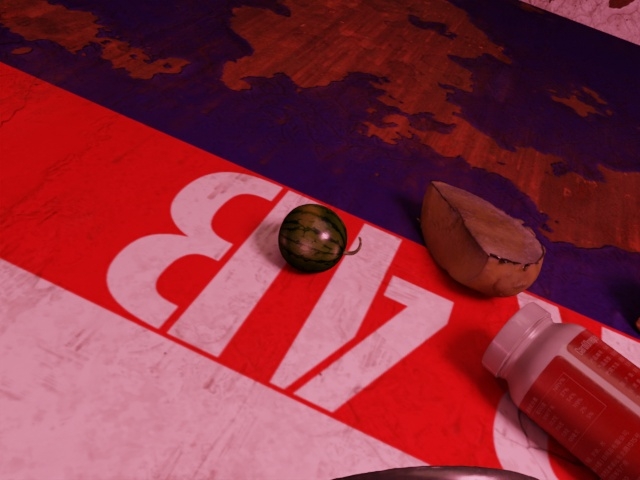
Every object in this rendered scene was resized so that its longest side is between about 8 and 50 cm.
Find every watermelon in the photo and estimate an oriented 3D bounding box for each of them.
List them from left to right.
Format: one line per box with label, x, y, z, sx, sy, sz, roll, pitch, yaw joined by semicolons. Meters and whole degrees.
watermelon;-0.007;0.001;0.945;0.109;0.109;0.109;12;36;-9

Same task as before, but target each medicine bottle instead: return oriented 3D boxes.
medicine bottle;0.324;0.191;0.806;0.131;0.131;0.250;-21;51;-41

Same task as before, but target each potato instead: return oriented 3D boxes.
potato;0.252;0.007;1.045;0.138;0.098;0.243;7;31;-21

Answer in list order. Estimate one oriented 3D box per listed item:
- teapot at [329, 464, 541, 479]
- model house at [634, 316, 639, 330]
teapot;0.036;0.295;0.467;0.322;0.239;0.239;12;49;-18
model house;0.599;0.113;0.994;0.166;0.172;0.183;-14;46;-35
